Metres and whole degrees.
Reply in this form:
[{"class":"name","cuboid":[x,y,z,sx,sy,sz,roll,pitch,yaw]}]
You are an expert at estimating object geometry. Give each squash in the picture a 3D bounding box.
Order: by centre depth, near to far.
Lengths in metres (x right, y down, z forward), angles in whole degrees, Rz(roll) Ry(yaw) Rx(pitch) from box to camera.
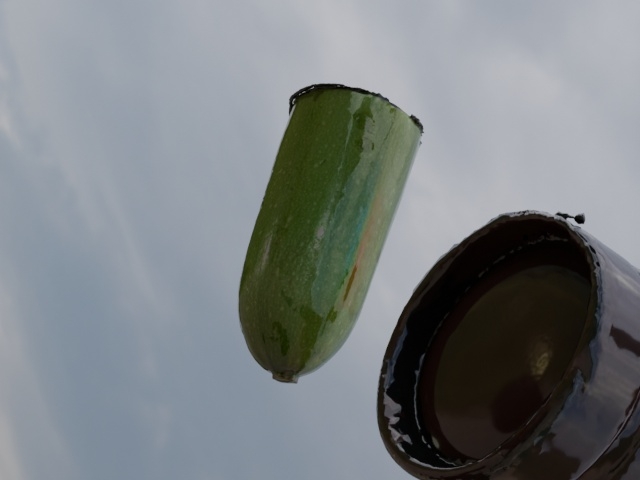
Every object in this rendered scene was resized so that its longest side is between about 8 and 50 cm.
[{"class":"squash","cuboid":[0.000,0.000,0.966,0.095,0.188,0.095,13,-27,7]}]

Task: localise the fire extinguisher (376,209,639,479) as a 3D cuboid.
[{"class":"fire extinguisher","cuboid":[0.169,0.103,0.559,0.105,0.341,0.141,-39,-145,28]}]
